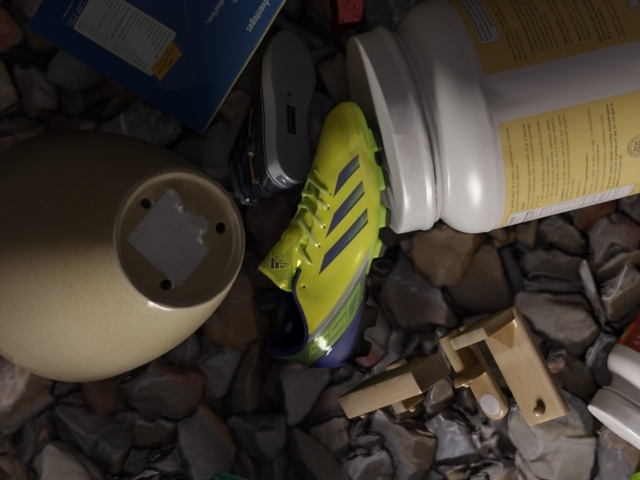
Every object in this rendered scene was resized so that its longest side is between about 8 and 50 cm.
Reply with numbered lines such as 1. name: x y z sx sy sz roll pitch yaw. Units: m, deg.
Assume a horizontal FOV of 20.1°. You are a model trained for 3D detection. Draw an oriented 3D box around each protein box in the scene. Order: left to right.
1. protein box: -0.145 -0.249 1.793 0.201 0.136 0.199 31 105 -5

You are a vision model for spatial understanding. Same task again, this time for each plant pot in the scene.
1. plant pot: -0.185 0.008 1.703 0.257 0.274 0.256 2 86 -26

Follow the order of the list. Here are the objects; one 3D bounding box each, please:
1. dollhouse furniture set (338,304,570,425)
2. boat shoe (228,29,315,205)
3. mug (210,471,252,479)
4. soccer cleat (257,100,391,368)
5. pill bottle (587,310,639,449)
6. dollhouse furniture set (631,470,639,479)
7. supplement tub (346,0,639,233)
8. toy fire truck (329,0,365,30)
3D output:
1. dollhouse furniture set: 0.136 0.167 1.839 0.151 0.144 0.123 -29 93 -44
2. boat shoe: -0.056 -0.127 1.867 0.065 0.083 0.183 23 55 -36
3. mug: -0.052 0.306 1.816 0.158 0.129 0.097 22 88 -6
4. soccer cleat: 0.000 0.001 1.806 0.121 0.093 0.289 -1 116 -11
5. pill bottle: 0.377 0.114 1.882 0.121 0.121 0.216 38 84 -4
6. dollhouse furniture set: 0.473 0.355 1.869 0.302 0.151 0.197 10 87 -7
7. supplement tub: 0.212 -0.143 1.811 0.331 0.241 0.241 -13 90 -7
8. toy fire truck: -0.023 -0.317 1.885 0.135 0.047 0.192 -2 87 -8
